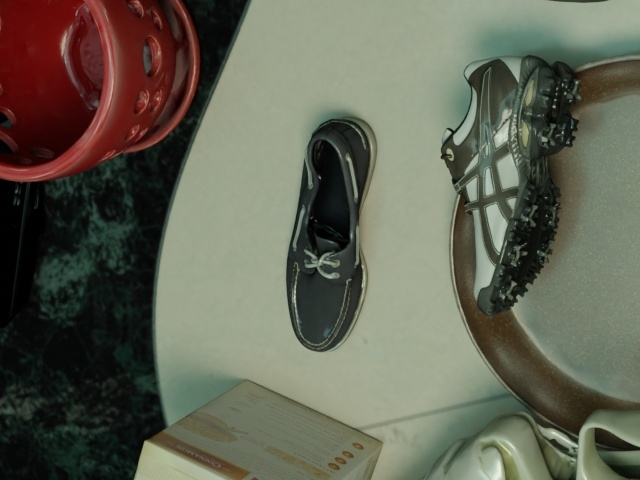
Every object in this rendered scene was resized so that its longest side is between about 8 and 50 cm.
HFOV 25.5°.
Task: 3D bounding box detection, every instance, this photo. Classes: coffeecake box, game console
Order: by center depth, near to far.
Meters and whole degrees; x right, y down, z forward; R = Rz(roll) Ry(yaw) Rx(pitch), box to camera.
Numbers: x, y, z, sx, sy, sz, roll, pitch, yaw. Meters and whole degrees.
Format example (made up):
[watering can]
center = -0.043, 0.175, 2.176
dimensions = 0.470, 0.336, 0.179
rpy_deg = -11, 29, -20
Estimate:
[coffeecake box]
center = -0.051, 0.195, 1.179
dimensions = 0.142, 0.185, 0.068
rpy_deg = 23, 108, 18
[game console]
center = -0.423, -0.060, 1.367
dimensions = 0.361, 0.044, 0.213
rpy_deg = 15, 105, 20

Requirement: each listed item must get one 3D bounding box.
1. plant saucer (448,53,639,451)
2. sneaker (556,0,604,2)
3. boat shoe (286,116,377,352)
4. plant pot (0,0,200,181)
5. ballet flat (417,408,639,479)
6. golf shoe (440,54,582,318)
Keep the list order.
[plant saucer]
center = 0.254, 0.011, 1.091
dimensions = 0.310, 0.050, 0.311
rpy_deg = 5, 102, 23
[sneaker]
center = 0.087, -0.288, 1.060
dimensions = 0.295, 0.124, 0.178
rpy_deg = 12, 109, 13
[boat shoe]
center = 0.000, 0.000, 1.186
dimensions = 0.075, 0.065, 0.206
rpy_deg = 13, 105, 20
[plant pot]
center = -0.209, -0.153, 1.186
dimensions = 0.191, 0.174, 0.191
rpy_deg = 5, 102, 22
[ballet flat]
center = 0.194, 0.185, 1.066
dimensions = 0.400, 0.139, 0.139
rpy_deg = -7, 97, 35
[golf shoe]
center = 0.133, -0.043, 1.073
dimensions = 0.093, 0.077, 0.198
rpy_deg = 16, 99, 31
